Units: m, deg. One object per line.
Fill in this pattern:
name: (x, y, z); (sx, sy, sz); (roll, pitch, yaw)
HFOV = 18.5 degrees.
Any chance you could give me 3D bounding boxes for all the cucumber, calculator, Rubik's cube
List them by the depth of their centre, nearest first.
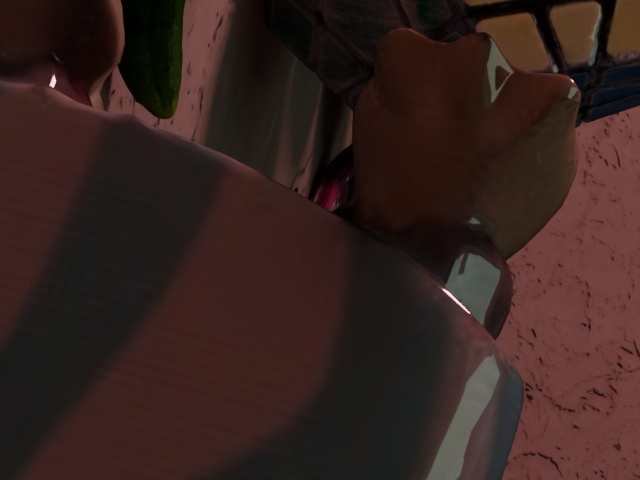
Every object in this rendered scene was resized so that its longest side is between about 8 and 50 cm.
cucumber: (-0.078, -0.115, 0.884); (0.168, 0.039, 0.039); (98, 8, -51)
Rubik's cube: (0.112, -0.209, 1.314); (0.319, 0.319, 0.264); (68, 9, -78)
calculator: (0.000, 0.000, 1.778); (0.190, 0.034, 0.126); (-60, 163, -51)

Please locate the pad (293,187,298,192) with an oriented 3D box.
pad: (-0.065, 0.036, 1.197); (0.323, 0.055, 0.250); (95, 10, -48)

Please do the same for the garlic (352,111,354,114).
garlic: (0.105, -0.157, 1.758); (0.214, 0.160, 0.191); (90, -5, -79)

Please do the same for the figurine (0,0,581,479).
figurine: (-0.083, 0.165, 0.483); (0.377, 0.266, 0.361); (98, 14, -70)
